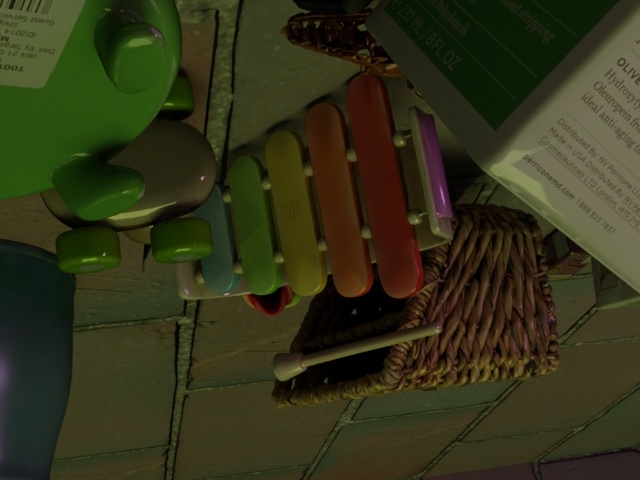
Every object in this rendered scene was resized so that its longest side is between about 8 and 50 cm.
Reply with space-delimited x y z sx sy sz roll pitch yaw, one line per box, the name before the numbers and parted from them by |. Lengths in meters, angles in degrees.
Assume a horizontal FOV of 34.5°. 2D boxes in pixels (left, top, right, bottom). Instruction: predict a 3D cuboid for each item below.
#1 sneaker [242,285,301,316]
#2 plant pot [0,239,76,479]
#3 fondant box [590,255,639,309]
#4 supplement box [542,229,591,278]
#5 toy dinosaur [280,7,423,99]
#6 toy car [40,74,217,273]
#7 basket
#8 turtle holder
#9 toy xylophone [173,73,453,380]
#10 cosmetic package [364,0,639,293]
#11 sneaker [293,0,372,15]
sneaker | -0.062 0.052 1.221 0.081 0.094 0.208 -16 157 7
plant pot | -0.401 0.170 1.139 0.271 0.255 0.272 -9 155 -4
fondant box | 0.475 0.001 1.114 0.238 0.096 0.330 -4 169 -14
supplement box | 0.324 0.016 1.364 0.055 0.043 0.083 2 154 -25
toy dinosaur | 0.127 -0.147 0.787 0.322 0.164 0.218 -30 -163 -28
toy car | -0.172 -0.040 0.927 0.149 0.155 0.188 -6 168 -11
basket | 0.084 0.065 1.148 0.223 0.213 0.299 -3 170 -25
turtle holder | -0.203 -0.134 0.596 0.243 0.227 0.320 -11 156 -3
toy xylophone | 0.000 0.000 0.980 0.322 0.236 0.081 -25 164 32
cosmetic package | 0.219 -0.175 0.532 0.155 0.197 0.365 33 106 -32
sneaker | 0.030 -0.203 0.640 0.293 0.146 0.102 -3 155 -16
